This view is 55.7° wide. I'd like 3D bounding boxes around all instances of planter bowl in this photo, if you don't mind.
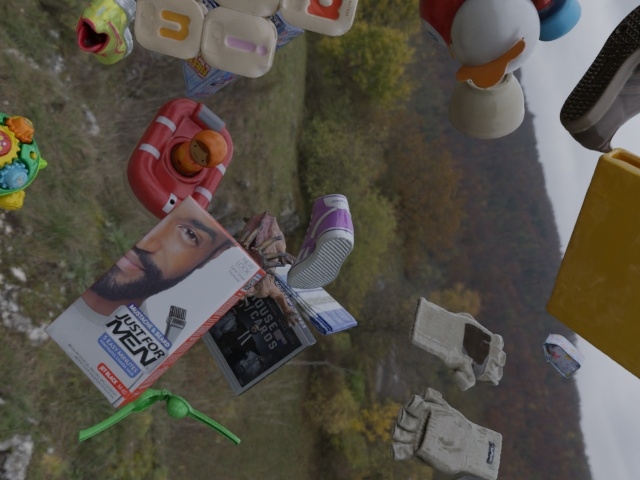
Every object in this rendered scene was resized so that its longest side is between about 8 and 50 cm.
[{"bbox_3d":[0.355,-0.311,1.289,0.109,0.162,0.162,75,10,-54],"label":"planter bowl"}]

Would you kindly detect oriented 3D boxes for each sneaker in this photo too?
[{"bbox_3d":[-0.359,-0.335,0.981,0.081,0.094,0.208,40,-21,-10],"label":"sneaker"},{"bbox_3d":[0.001,0.000,1.411,0.282,0.102,0.161,131,-36,-49],"label":"sneaker"},{"bbox_3d":[0.332,-0.178,0.637,0.071,0.188,0.066,35,10,-28],"label":"sneaker"}]

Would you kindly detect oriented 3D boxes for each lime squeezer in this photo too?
[{"bbox_3d":[-0.308,0.343,1.198,0.058,0.311,0.110,-66,-152,26],"label":"lime squeezer"}]

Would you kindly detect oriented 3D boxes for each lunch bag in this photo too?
[{"bbox_3d":[0.504,0.238,1.272,0.083,0.053,0.071,47,26,15],"label":"lunch bag"}]

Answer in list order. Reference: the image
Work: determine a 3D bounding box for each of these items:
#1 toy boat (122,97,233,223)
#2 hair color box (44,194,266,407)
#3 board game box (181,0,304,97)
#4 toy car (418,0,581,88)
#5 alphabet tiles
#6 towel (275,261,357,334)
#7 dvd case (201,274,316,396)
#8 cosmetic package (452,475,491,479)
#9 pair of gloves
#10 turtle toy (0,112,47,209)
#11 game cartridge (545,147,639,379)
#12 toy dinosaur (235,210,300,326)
[{"bbox_3d":[-0.209,-0.134,0.984,0.151,0.151,0.231,39,55,-31],"label":"toy boat"},{"bbox_3d":[-0.141,0.052,0.532,0.093,0.167,0.053,45,-6,6],"label":"hair color box"},{"bbox_3d":[-0.157,-0.319,0.913,0.194,0.194,0.060,52,26,6],"label":"board game box"},{"bbox_3d":[0.219,-0.294,0.827,0.219,0.210,0.237,39,54,-33],"label":"toy car"},{"bbox_3d":[-0.087,-0.300,0.538,0.021,0.278,0.284,-59,164,-66],"label":"alphabet tiles"},{"bbox_3d":[-0.041,0.140,1.601,0.285,0.034,0.209,42,14,18],"label":"towel"},{"bbox_3d":[-0.138,0.189,1.236,0.179,0.239,0.030,57,31,12],"label":"dvd case"},{"bbox_3d":[0.291,0.443,0.604,0.329,0.394,0.327,38,58,-59],"label":"cosmetic package"},{"bbox_3d":[0.194,0.219,0.896,0.204,0.042,0.240,22,67,-31],"label":"pair of gloves"},{"bbox_3d":[-0.316,-0.084,0.548,0.130,0.066,0.095,9,75,-36],"label":"turtle toy"},{"bbox_3d":[0.487,0.066,0.868,0.285,0.053,0.323,42,-33,37],"label":"game cartridge"},{"bbox_3d":[-0.110,0.019,1.053,0.295,0.127,0.200,-91,175,-47],"label":"toy dinosaur"}]
